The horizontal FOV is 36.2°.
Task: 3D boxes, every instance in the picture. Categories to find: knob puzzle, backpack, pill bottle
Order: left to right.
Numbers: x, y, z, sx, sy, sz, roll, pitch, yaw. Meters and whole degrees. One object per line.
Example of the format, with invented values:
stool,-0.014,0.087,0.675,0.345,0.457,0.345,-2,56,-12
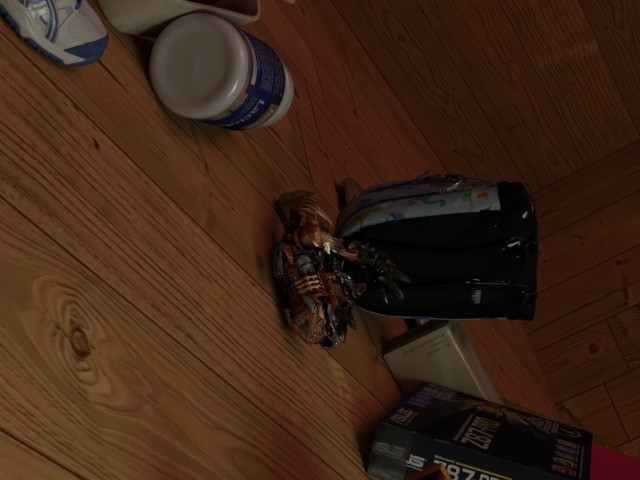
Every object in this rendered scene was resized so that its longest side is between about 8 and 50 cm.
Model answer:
pill bottle,-0.141,-0.250,1.512,0.153,0.153,0.264,64,16,8
knob puzzle,0.094,-0.058,2.185,0.213,0.030,0.213,54,17,-25
backpack,0.198,0.016,1.803,0.273,0.355,0.290,-105,-178,-53

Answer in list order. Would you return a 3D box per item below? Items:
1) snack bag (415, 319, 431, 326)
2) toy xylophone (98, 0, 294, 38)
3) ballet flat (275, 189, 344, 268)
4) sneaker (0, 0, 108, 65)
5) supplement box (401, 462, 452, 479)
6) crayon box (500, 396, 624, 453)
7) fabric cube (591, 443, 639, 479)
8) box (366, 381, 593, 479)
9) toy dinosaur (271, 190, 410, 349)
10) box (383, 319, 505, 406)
snack bag,0.272,0.246,2.228,0.323,0.037,0.342,33,33,-62
toy xylophone,-0.178,-0.368,1.469,0.322,0.236,0.081,-12,86,-73
ballet flat,0.000,0.000,1.703,0.206,0.067,0.073,57,16,-19
sneaker,-0.317,-0.318,1.101,0.296,0.131,0.112,48,19,-47
supplement box,0.073,0.370,1.059,0.129,0.191,0.194,60,16,-5
crayon box,0.458,0.419,2.055,0.318,0.081,0.202,20,4,27
fabric cube,0.484,0.547,1.808,0.254,0.259,0.258,18,20,0
box,0.275,0.343,1.591,0.395,0.318,0.097,-2,104,-73
toy dinosaur,0.008,0.037,1.536,0.218,0.164,0.322,32,53,-33
box,0.260,0.309,1.874,0.311,0.148,0.121,60,16,-3
